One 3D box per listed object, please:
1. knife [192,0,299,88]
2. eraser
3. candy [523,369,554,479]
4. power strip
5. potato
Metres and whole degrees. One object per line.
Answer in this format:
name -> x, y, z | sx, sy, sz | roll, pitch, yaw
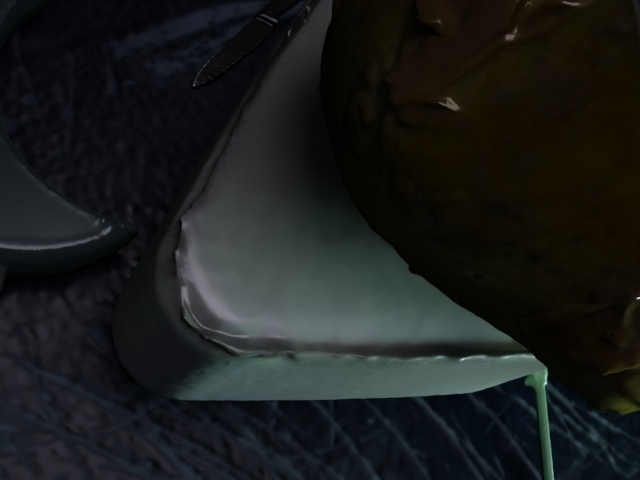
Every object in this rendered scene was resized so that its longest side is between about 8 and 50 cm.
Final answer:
knife -> -0.057, -0.181, 0.703 | 0.023, 0.010, 0.170 | 39, 59, 0
eraser -> 0.000, 0.000, 0.577 | 0.331, 0.150, 0.331 | 12, 64, -25
candy -> 0.186, 0.116, 0.682 | 0.062, 0.058, 0.194 | -1, 77, 3
power strip -> -0.226, -0.067, 0.546 | 0.167, 0.054, 0.253 | -11, 75, -27
potato -> 0.113, -0.050, 0.469 | 0.300, 0.196, 0.246 | 67, 31, -21
